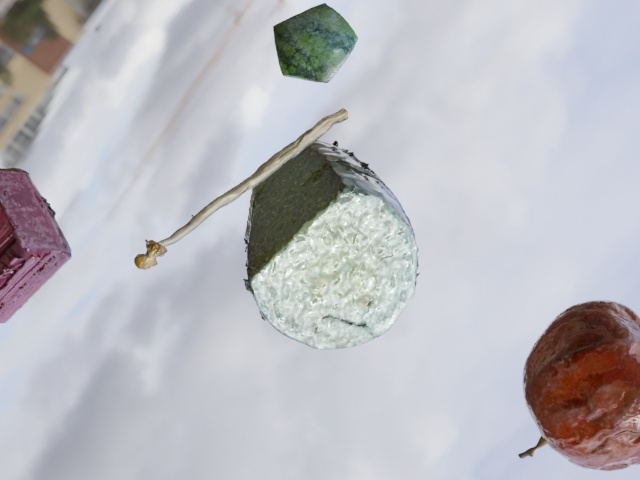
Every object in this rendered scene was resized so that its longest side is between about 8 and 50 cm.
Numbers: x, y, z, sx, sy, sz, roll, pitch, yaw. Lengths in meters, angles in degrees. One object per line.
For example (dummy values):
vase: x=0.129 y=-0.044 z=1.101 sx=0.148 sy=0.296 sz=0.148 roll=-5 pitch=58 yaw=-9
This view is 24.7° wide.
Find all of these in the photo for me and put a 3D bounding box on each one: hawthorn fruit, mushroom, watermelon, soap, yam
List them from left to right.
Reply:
soap: x=-0.458 y=0.026 z=1.908 sx=0.250 sy=0.162 sz=0.099 roll=-40 pitch=162 yaw=26
mushroom: x=-0.068 y=-0.051 z=1.326 sx=0.028 sy=0.026 sz=0.286 roll=12 pitch=-143 yaw=39
watermelon: x=-0.002 y=-0.219 z=1.622 sx=0.092 sy=0.084 sz=0.072 roll=-9 pitch=-168 yaw=12
yam: x=0.005 y=0.001 z=1.757 sx=0.202 sy=0.201 sz=0.271 roll=-40 pitch=-152 yaw=4
hawthorn fruit: x=0.376 y=0.224 z=2.050 sx=0.272 sy=0.242 sz=0.242 roll=-37 pitch=-159 yaw=21
